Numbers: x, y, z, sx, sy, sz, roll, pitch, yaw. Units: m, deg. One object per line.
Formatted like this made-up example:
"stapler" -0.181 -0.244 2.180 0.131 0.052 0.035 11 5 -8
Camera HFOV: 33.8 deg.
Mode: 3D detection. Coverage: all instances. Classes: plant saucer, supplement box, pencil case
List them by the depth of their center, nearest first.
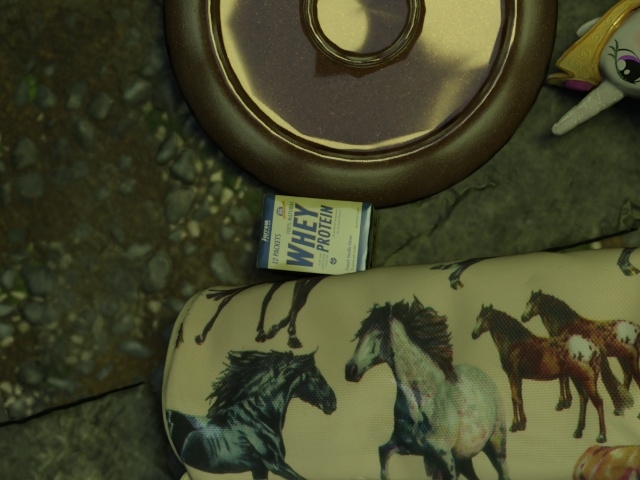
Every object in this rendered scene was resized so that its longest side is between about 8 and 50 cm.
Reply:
"pencil case" 0.096 0.104 0.687 0.410 0.160 0.184 -6 63 27
"plant saucer" 0.031 -0.176 0.803 0.310 0.050 0.311 0 98 1
"supplement box" 0.000 0.000 0.808 0.083 0.083 0.056 5 85 8

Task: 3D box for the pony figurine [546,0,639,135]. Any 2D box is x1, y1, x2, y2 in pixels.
"pony figurine" 0.328 -0.189 0.669 0.303 0.363 0.351 24 96 -34
